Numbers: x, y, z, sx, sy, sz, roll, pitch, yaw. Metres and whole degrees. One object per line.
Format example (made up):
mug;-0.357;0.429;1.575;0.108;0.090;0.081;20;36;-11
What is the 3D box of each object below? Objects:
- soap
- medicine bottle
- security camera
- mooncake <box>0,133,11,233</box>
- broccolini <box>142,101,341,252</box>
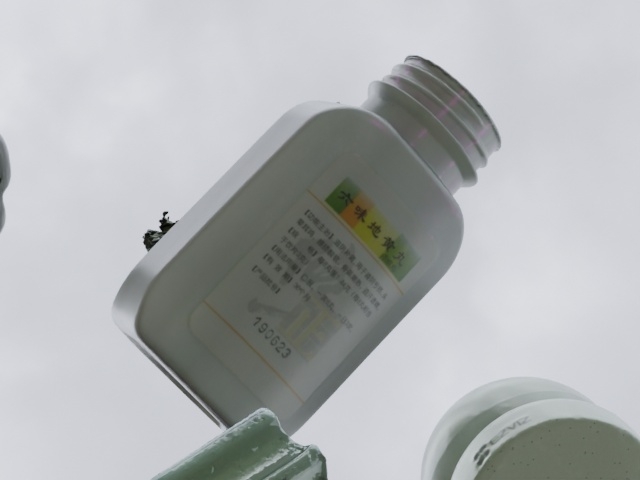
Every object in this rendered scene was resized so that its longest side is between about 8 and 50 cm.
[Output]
soap;-0.086;0.191;0.970;0.063;0.198;0.114;34;-40;34
medicine bottle;0.000;0.000;1.368;0.179;0.324;0.124;47;-9;-20
security camera;0.182;0.212;1.498;0.194;0.236;0.194;-2;-81;-11
mooncake;-0.364;-0.058;1.548;0.168;0.175;0.104;-57;-153;-6
broccolini;-0.057;-0.044;1.492;0.216;0.058;0.067;-39;-122;9
